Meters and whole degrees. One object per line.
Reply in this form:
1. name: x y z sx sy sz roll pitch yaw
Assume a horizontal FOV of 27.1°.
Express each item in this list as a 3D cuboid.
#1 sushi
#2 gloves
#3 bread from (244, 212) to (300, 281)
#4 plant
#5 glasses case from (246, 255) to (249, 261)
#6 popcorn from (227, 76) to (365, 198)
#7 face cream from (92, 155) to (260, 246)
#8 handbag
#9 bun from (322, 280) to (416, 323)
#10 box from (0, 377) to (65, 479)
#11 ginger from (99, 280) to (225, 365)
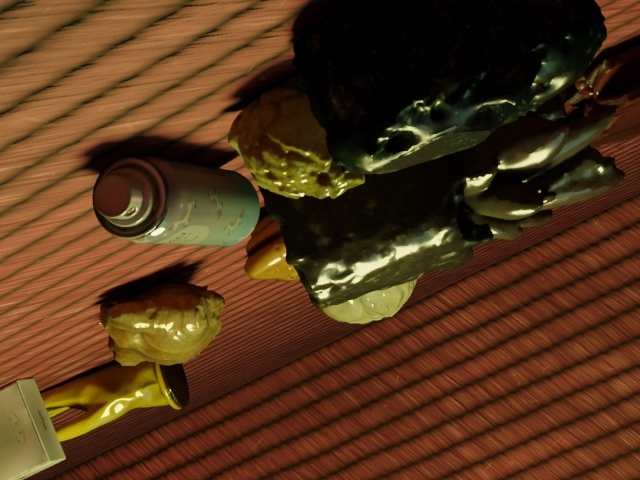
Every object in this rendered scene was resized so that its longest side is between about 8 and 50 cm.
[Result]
1. sushi: 0.096 -0.135 0.980 0.225 0.127 0.124 -26 171 -3
2. gloves: -0.371 0.260 2.159 0.294 0.116 0.133 -19 164 8
3. bread: -0.016 -0.004 1.588 0.116 0.077 0.200 -26 169 20
4. plant: 0.105 -0.068 1.224 0.320 0.182 0.194 -26 166 0
5. glasses case: -0.058 0.020 1.757 0.083 0.032 0.021 -25 167 4
6. popcorn: -0.008 -0.080 1.090 0.116 0.106 0.120 -40 164 28
7. face cream: -0.127 -0.033 1.149 0.075 0.075 0.229 -27 170 17
8. handbag: 0.413 -0.191 1.634 0.275 0.084 0.260 -20 173 -19
9. bun: 0.085 0.070 2.046 0.183 0.102 0.183 -46 179 -1
10. box: -0.459 0.287 1.944 0.129 0.130 0.051 -27 171 15
11. ginger: -0.198 0.108 1.683 0.157 0.102 0.216 -15 170 -11
